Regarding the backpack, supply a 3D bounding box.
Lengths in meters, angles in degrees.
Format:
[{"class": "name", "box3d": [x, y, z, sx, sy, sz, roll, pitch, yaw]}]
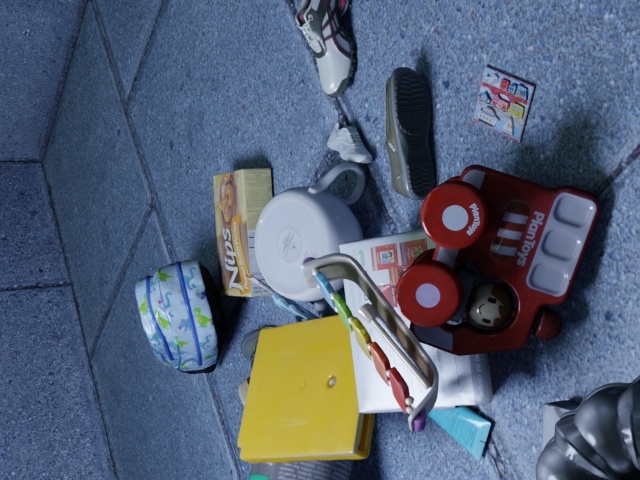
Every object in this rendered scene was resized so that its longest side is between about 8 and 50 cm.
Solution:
[{"class": "backpack", "box3d": [-0.359, 0.190, 2.391, 0.355, 0.273, 0.290, 140, 123, -64]}]

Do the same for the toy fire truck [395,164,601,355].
[{"class": "toy fire truck", "box3d": [0.265, 0.040, 1.399, 0.254, 0.169, 0.302, 19, 101, 11]}]

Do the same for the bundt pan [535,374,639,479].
[{"class": "bundt pan", "box3d": [0.417, 0.331, 1.148, 0.331, 0.124, 0.331, -6, 78, 29]}]

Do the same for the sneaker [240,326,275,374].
[{"class": "sneaker", "box3d": [-0.127, 0.281, 2.197, 0.300, 0.121, 0.111, 14, 104, 58]}]

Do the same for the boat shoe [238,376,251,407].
[{"class": "boat shoe", "box3d": [-0.087, 0.396, 2.164, 0.302, 0.109, 0.098, 36, 118, 46]}]

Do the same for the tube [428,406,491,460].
[{"class": "tube", "box3d": [0.231, 0.314, 1.678, 0.207, 0.052, 0.080, 36, 128, 46]}]

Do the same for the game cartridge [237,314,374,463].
[{"class": "game cartridge", "box3d": [-0.021, 0.291, 1.790, 0.324, 0.053, 0.285, -15, 55, 43]}]

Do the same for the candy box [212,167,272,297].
[{"class": "candy box", "box3d": [-0.191, -0.017, 2.308, 0.183, 0.087, 0.316, -3, 91, 60]}]

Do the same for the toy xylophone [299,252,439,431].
[{"class": "toy xylophone", "box3d": [0.092, 0.161, 1.463, 0.322, 0.081, 0.236, 52, 173, 28]}]

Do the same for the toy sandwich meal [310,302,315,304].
[{"class": "toy sandwich meal", "box3d": [-0.013, 0.104, 2.083, 0.085, 0.029, 0.085, 21, 115, 55]}]

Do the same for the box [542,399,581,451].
[{"class": "box", "box3d": [0.414, 0.371, 1.363, 0.183, 0.056, 0.231, 10, 101, 58]}]

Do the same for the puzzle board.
[{"class": "puzzle board", "box3d": [0.304, -0.230, 1.536, 0.128, 0.011, 0.096, 41, 126, 51]}]

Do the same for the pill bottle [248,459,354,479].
[{"class": "pill bottle", "box3d": [-0.043, 0.488, 1.876, 0.204, 0.204, 0.361, -23, 48, 58]}]

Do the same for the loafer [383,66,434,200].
[{"class": "loafer", "box3d": [0.151, -0.198, 1.713, 0.087, 0.094, 0.251, -4, 89, 55]}]

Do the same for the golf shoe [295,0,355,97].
[{"class": "golf shoe", "box3d": [0.001, -0.436, 1.923, 0.105, 0.120, 0.273, -1, 93, 58]}]

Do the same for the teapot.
[{"class": "teapot", "box3d": [0.000, 0.000, 1.899, 0.256, 0.187, 0.252, -28, 75, 41]}]

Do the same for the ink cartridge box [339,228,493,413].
[{"class": "ink cartridge box", "box3d": [0.192, 0.138, 1.609, 0.272, 0.130, 0.309, -10, 84, 37]}]

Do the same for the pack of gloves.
[{"class": "pack of gloves", "box3d": [-0.047, 0.166, 1.963, 0.046, 0.232, 0.195, -57, 29, -1]}]

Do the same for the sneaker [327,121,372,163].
[{"class": "sneaker", "box3d": [0.061, -0.204, 1.905, 0.152, 0.054, 0.061, 42, 125, 50]}]
